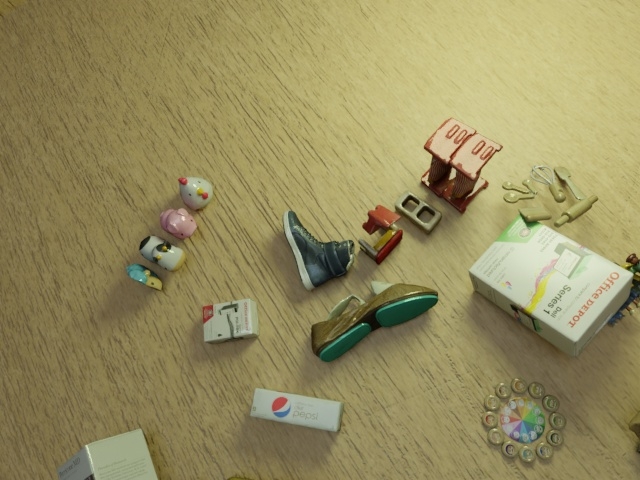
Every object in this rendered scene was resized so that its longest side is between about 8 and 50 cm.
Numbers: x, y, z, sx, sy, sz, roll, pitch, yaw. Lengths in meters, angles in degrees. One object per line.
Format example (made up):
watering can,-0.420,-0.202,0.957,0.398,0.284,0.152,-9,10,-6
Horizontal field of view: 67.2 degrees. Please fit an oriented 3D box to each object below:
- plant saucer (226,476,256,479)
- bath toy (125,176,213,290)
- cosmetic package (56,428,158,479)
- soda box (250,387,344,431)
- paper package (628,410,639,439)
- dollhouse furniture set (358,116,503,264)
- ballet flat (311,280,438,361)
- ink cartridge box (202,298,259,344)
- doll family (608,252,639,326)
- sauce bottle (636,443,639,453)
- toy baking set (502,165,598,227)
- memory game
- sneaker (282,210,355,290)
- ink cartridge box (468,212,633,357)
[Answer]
plant saucer,-0.105,0.649,1.000,0.332,0.081,0.333,2,33,13
bath toy,-0.417,-0.035,1.364,0.151,0.129,0.348,23,77,17
cosmetic package,-0.496,0.577,1.137,0.151,0.151,0.184,-40,66,25
soda box,-0.055,0.411,1.174,0.216,0.074,0.069,5,73,12
paper package,0.815,0.296,0.907,0.325,0.309,0.168,-37,69,-14
dollhouse furniture set,0.266,-0.097,1.214,0.152,0.201,0.374,39,82,20
ballet flat,0.121,0.177,1.214,0.342,0.116,0.124,-30,50,4
ink cartridge box,-0.239,0.215,1.284,0.135,0.056,0.099,-11,69,7
doll family,0.699,0.110,1.132,0.193,0.076,0.111,-44,74,-2
sauce bottle,0.737,0.481,1.016,0.128,0.042,0.042,39,83,18
toy baking set,0.569,-0.121,1.186,0.256,0.030,0.197,-25,48,-22
memory game,0.466,0.411,1.107,0.186,0.012,0.186,-3,72,10
sneaker,0.001,0.001,1.285,0.163,0.086,0.226,-24,78,14
ink cartridge box,0.521,0.096,1.109,0.201,0.117,0.278,-46,53,-6
